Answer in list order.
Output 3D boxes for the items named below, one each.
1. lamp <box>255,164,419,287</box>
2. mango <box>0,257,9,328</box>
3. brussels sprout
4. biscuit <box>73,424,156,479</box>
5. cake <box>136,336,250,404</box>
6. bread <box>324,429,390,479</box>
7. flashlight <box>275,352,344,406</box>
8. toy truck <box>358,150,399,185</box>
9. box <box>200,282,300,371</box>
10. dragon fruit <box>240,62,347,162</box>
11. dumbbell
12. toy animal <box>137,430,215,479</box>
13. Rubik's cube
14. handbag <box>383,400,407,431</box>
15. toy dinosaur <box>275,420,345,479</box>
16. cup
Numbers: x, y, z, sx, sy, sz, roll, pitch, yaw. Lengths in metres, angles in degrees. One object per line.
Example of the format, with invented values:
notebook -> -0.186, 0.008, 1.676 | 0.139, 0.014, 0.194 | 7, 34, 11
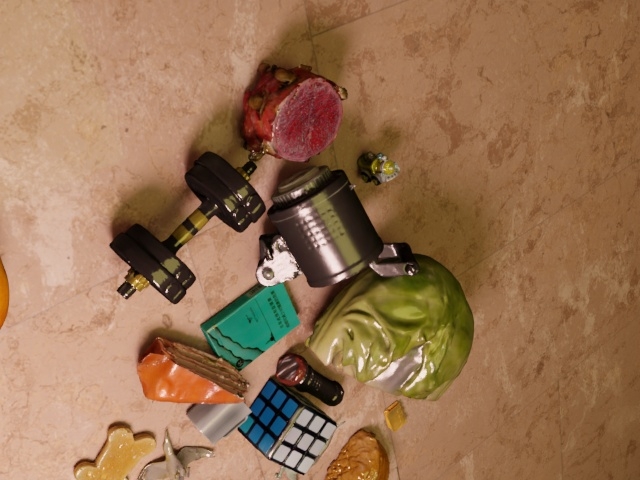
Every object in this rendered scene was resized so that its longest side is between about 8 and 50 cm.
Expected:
lamp -> 0.018, -0.039, 1.660 | 0.374, 0.205, 0.272 | -9, 106, 2
mango -> -0.628, 0.082, 1.288 | 0.126, 0.154, 0.252 | -11, 127, -43
brussels sprout -> 0.204, 0.209, 1.858 | 0.425, 0.342, 0.361 | 29, 82, -44
biscuit -> -0.488, 0.529, 1.643 | 0.153, 0.030, 0.234 | 39, 82, -40
cake -> -0.291, 0.317, 1.650 | 0.287, 0.098, 0.135 | 24, 106, -29
bread -> 0.121, 0.685, 2.119 | 0.229, 0.139, 0.143 | -58, 139, -3
flashlight -> -0.023, 0.377, 1.915 | 0.093, 0.093, 0.232 | -54, 135, -8
toy truck -> 0.145, -0.188, 1.804 | 0.076, 0.111, 0.077 | -36, 120, -23
box -> -0.166, 0.206, 1.759 | 0.226, 0.042, 0.161 | -37, 125, -21
dragon fruit -> -0.080, -0.279, 1.584 | 0.282, 0.147, 0.211 | -37, 136, -19
dumbbell -> -0.270, -0.026, 1.494 | 0.388, 0.185, 0.185 | -47, 129, -13
toy animal -> -0.340, 0.532, 1.719 | 0.219, 0.095, 0.155 | -17, 121, -34
Rubik's cube -> -0.086, 0.475, 1.850 | 0.163, 0.162, 0.160 | 40, 82, -42
handbag -> 0.229, 0.539, 2.211 | 0.061, 0.027, 0.083 | -33, 123, -22
toy dinosaur -> -0.022, 0.597, 2.021 | 0.242, 0.053, 0.167 | -30, 125, -26
cup -> -0.238, 0.423, 1.757 | 0.129, 0.095, 0.128 | -42, 130, -14
